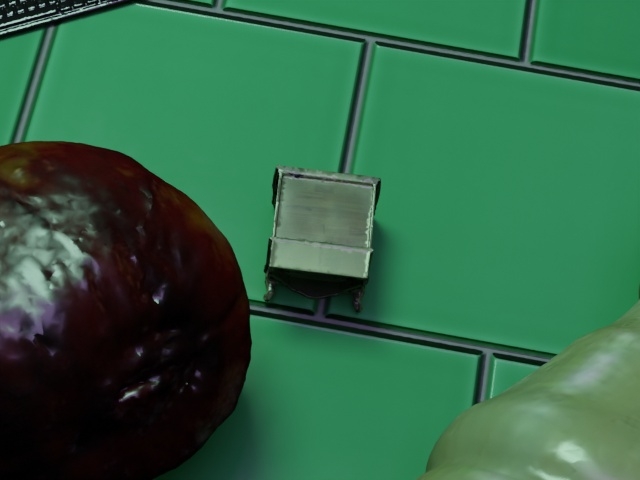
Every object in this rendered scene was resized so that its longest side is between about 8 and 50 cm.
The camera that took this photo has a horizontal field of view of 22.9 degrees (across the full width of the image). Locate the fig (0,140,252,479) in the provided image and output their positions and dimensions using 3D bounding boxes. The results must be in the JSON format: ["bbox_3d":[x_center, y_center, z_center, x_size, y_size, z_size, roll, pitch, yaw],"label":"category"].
[{"bbox_3d":[-0.176,0.047,1.030,0.263,0.224,0.224,39,67,12],"label":"fig"}]

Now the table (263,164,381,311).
[{"bbox_3d":[0.000,0.000,1.142,0.079,0.062,0.083,6,63,-1],"label":"table"}]

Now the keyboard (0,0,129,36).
[{"bbox_3d":[-0.207,-0.205,1.261,0.202,0.011,0.067,-18,67,-12],"label":"keyboard"}]

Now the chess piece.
[{"bbox_3d":[0.245,0.089,1.037,0.234,0.234,0.442,32,63,12],"label":"chess piece"}]
